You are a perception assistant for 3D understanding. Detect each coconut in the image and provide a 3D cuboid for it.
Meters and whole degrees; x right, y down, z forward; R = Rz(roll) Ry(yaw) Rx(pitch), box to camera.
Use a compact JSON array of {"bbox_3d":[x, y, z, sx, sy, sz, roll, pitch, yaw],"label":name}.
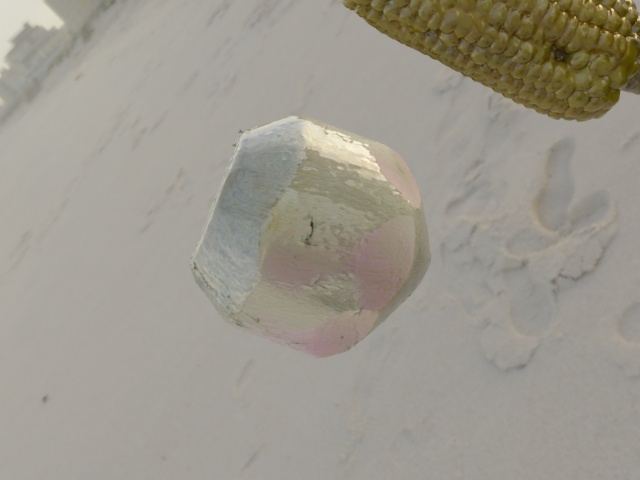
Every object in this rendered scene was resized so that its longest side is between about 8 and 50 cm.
[{"bbox_3d":[-0.001,0.000,0.839,0.227,0.230,0.227,-159,90,-80],"label":"coconut"}]

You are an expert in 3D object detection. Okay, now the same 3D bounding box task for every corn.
[{"bbox_3d":[0.106,-0.153,0.549,0.097,0.262,0.097,-160,90,-77],"label":"corn"}]
